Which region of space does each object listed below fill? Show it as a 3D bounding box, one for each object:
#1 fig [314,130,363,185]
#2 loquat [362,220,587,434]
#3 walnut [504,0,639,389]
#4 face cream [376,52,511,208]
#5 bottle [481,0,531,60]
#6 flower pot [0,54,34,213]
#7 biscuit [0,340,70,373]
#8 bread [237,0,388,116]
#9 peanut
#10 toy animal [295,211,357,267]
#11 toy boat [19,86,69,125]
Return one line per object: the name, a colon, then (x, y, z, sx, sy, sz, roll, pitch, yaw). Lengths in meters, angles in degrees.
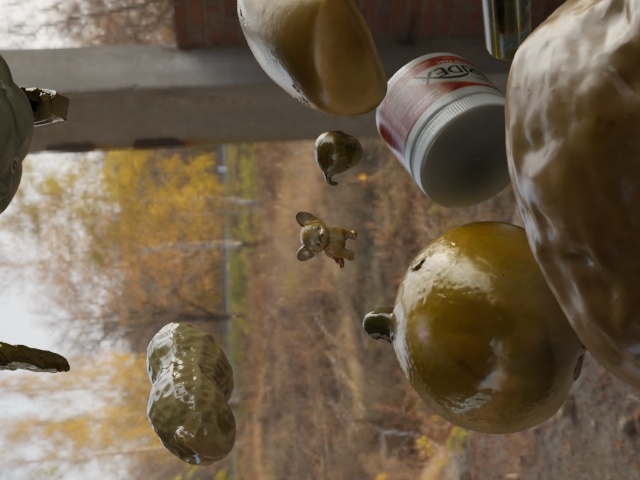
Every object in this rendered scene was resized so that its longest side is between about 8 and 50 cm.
fig: (0.025, -0.148, 1.638, 0.084, 0.082, 0.098, 10, -74, -62)
loquat: (0.240, 0.131, 1.418, 0.328, 0.360, 0.328, 2, -90, -69)
walnut: (0.287, -0.062, 0.650, 0.344, 0.306, 0.306, 63, 168, 9)
face cream: (0.214, -0.183, 1.502, 0.187, 0.201, 0.201, -121, 26, -47)
bottle: (0.303, -0.418, 1.496, 0.286, 0.082, 0.082, 67, -167, -58)
flower pot: (-0.434, -0.121, 0.972, 0.246, 0.246, 0.195, 101, 159, -60)
biscuit: (-0.450, 0.164, 1.294, 0.273, 0.187, 0.036, 117, 162, -77)
bread: (-0.020, -0.204, 0.898, 0.217, 0.098, 0.147, 52, 170, 52)
peanut: (-0.188, 0.225, 1.344, 0.298, 0.136, 0.120, -114, 41, -63)
toy animal: (0.000, 0.000, 1.132, 0.081, 0.083, 0.060, 2, 82, 64)
toy boat: (-0.507, -0.228, 1.555, 0.226, 0.088, 0.068, 6, 84, 46)
